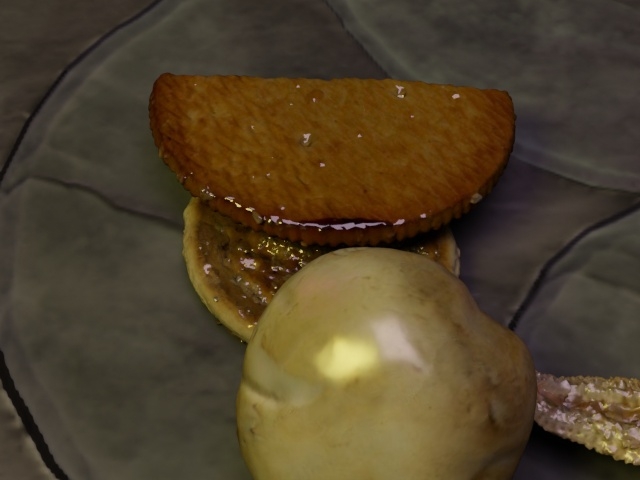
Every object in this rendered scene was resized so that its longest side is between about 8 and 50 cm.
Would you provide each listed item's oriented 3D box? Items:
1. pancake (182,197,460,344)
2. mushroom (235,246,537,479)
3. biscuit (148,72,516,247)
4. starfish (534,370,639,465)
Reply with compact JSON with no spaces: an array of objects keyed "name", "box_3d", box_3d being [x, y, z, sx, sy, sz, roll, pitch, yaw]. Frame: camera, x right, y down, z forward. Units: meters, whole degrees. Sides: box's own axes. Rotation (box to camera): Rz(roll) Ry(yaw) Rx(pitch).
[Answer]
[{"name":"pancake","box_3d":[0.000,0.000,0.800,0.158,0.028,0.158,1,51,-2]},{"name":"mushroom","box_3d":[0.030,0.076,0.692,0.148,0.112,0.148,0,91,16]},{"name":"biscuit","box_3d":[0.007,-0.044,0.804,0.206,0.025,0.126,2,48,-2]},{"name":"starfish","box_3d":[0.241,0.095,0.741,0.295,0.048,0.231,27,56,13]}]
